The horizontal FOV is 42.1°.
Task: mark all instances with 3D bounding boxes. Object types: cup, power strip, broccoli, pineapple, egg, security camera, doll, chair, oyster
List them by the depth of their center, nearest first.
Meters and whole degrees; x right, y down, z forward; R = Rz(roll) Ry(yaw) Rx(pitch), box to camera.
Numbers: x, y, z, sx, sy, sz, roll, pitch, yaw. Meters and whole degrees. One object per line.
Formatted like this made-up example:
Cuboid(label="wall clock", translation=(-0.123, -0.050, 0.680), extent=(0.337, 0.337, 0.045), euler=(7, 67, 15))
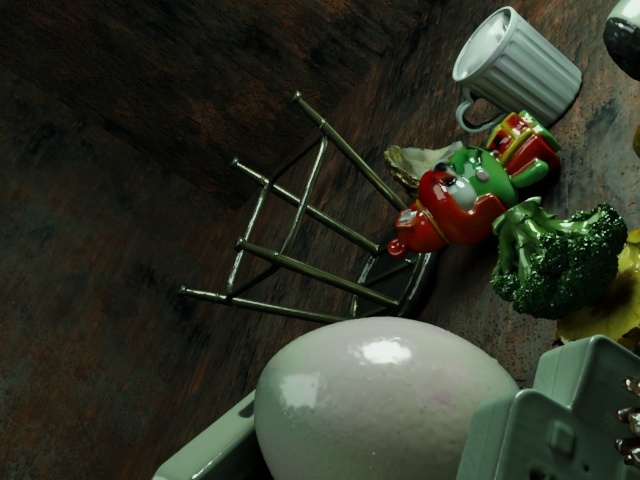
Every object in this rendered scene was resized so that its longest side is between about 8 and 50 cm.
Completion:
Cuboid(label="power strip", translation=(0.259, 0.242, 0.906), extent=(0.141, 0.230, 0.261), euler=(-34, 29, 55))
Cuboid(label="pineapple", translation=(0.397, 0.081, 1.074), extent=(0.225, 0.076, 0.225), euler=(-51, 14, 18))
Cuboid(label="broccoli", translation=(0.306, 0.018, 1.078), extent=(0.195, 0.156, 0.195), euler=(-29, -16, -9))
Cuboid(label="egg", translation=(0.068, 0.265, 1.221), extent=(0.354, 0.340, 0.354), euler=(-50, 20, 25))
Cuboid(label="security camera", translation=(0.538, -0.326, 1.235), extent=(0.191, 0.197, 0.277), euler=(-47, 11, 4))
Cuboid(label="doll", translation=(0.273, -0.082, 1.530), extent=(0.363, 0.160, 0.182), euler=(-36, 41, 7))
Cuboid(label="cup", translation=(0.371, -0.314, 1.632), extent=(0.221, 0.202, 0.166), euler=(-42, 23, 42))
Cuboid(label="chair", translation=(0.000, 0.000, 1.722), extent=(0.365, 0.410, 0.361), euler=(-35, 33, 58))
Cuboid(label="oyster", translation=(0.225, -0.135, 1.770), extent=(0.396, 0.204, 0.110), euler=(-91, 10, -64))

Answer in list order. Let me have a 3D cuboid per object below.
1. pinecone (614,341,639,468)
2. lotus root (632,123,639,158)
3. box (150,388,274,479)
Cuboid(label="pinecone", translation=(0.374, 0.169, 0.783), extent=(0.207, 0.208, 0.207), euler=(-50, 18, 23))
Cuboid(label="lotus root", translation=(0.524, -0.133, 0.974), extent=(0.291, 0.193, 0.193), euler=(-31, 31, 61))
Cuboid(label="box", translation=(-0.133, 0.448, 1.318), extent=(0.367, 0.091, 0.372), euler=(-31, -51, -56))
